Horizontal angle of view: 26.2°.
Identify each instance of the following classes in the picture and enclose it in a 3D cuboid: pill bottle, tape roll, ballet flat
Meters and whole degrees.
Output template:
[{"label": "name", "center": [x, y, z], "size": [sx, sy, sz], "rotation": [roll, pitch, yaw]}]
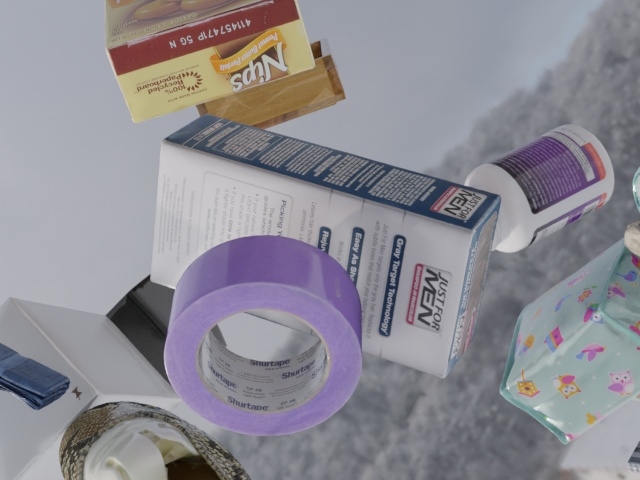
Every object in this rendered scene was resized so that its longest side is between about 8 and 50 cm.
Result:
[{"label": "pill bottle", "center": [0.233, -0.051, 1.579], "size": [0.193, 0.108, 0.108], "rotation": [-26, -29, -25]}, {"label": "tape roll", "center": [-0.053, 0.093, 1.329], "size": [0.080, 0.189, 0.189], "rotation": [-87, 14, -55]}, {"label": "ballet flat", "center": [-0.127, 0.302, 1.440], "size": [0.164, 0.483, 0.182], "rotation": [-42, -30, -13]}]

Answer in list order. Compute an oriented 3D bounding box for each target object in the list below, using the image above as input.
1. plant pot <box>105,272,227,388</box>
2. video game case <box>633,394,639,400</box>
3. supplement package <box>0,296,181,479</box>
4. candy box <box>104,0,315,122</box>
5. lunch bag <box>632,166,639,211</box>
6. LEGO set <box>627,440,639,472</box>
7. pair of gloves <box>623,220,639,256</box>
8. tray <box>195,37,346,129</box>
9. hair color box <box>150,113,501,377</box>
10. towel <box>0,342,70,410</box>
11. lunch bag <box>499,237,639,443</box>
[{"label": "plant pot", "center": [-0.261, 0.166, 2.141], "size": [0.188, 0.167, 0.187], "rotation": [-43, 1, 22]}, {"label": "video game case", "center": [0.457, 0.196, 2.242], "size": [0.193, 0.212, 0.023], "rotation": [95, -171, -60]}, {"label": "supplement package", "center": [-0.340, 0.202, 1.775], "size": [0.177, 0.175, 0.293], "rotation": [-46, -15, 4]}, {"label": "candy box", "center": [-0.122, -0.241, 1.398], "size": [0.316, 0.183, 0.087], "rotation": [-107, 1, -59]}, {"label": "lunch bag", "center": [0.530, -0.049, 1.871], "size": [0.108, 0.224, 0.279], "rotation": [-26, -13, -13]}, {"label": "LEGO set", "center": [0.447, 0.285, 1.389], "size": [0.192, 0.255, 0.331], "rotation": [-47, -44, -41]}, {"label": "pair of gloves", "center": [0.420, 0.045, 1.387], "size": [0.042, 0.240, 0.204], "rotation": [-62, 6, 2]}, {"label": "tray", "center": [-0.070, -0.234, 2.117], "size": [0.203, 0.076, 0.411], "rotation": [-20, 10, 4]}, {"label": "hair color box", "center": [0.000, 0.000, 1.446], "size": [0.105, 0.347, 0.174], "rotation": [-42, -35, -57]}, {"label": "towel", "center": [-0.345, 0.149, 1.543], "size": [0.067, 0.119, 0.029], "rotation": [-28, -41, -67]}, {"label": "lunch bag", "center": [0.379, 0.112, 1.866], "size": [0.223, 0.160, 0.262], "rotation": [-45, 9, 38]}]
